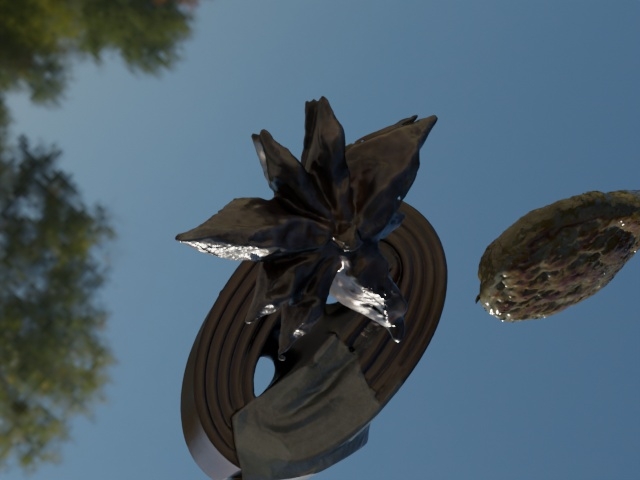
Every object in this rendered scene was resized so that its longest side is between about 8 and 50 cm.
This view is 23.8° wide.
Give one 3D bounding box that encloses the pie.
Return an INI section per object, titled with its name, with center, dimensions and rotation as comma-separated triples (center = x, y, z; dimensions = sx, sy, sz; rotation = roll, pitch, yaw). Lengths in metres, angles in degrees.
[pie]
center = 0.228, 0.004, 1.406
dimensions = 0.193, 0.079, 0.163
rotation = -13, 154, -33

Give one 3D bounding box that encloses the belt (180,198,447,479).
[belt]
center = -0.010, 0.107, 1.573
dimensions = 0.339, 0.217, 0.122
rotation = -53, -179, -18

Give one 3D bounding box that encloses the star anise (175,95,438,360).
[star anise]
center = -0.009, -0.004, 0.682
dimensions = 0.056, 0.129, 0.124
rotation = 25, -68, 54
